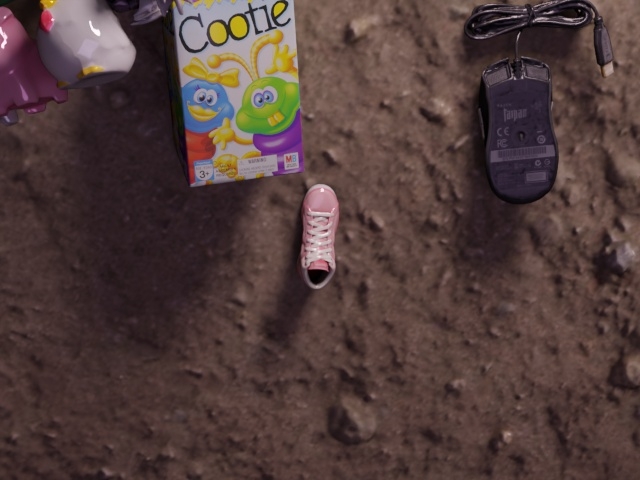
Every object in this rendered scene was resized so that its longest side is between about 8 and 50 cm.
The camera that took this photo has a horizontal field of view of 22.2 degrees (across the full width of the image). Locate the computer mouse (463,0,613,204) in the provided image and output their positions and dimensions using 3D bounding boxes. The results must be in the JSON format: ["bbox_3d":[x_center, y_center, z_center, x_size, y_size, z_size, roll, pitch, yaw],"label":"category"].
[{"bbox_3d":[0.283,-0.185,2.076,0.184,0.060,0.262,-11,106,-3],"label":"computer mouse"}]

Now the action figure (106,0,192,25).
[{"bbox_3d":[-0.216,-0.330,1.758,0.099,0.285,0.185,-17,116,-13],"label":"action figure"}]

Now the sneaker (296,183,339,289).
[{"bbox_3d":[0.000,0.000,2.090,0.051,0.070,0.134,4,113,-13],"label":"sneaker"}]

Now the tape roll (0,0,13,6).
[{"bbox_3d":[-0.391,-0.398,1.695,0.321,0.077,0.321,4,99,28],"label":"tape roll"}]

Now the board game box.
[{"bbox_3d":[-0.107,-0.222,1.917,0.144,0.142,0.275,-9,117,-9],"label":"board game box"}]

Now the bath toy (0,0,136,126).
[{"bbox_3d":[-0.359,-0.199,1.800,0.348,0.151,0.129,-16,86,34],"label":"bath toy"}]
